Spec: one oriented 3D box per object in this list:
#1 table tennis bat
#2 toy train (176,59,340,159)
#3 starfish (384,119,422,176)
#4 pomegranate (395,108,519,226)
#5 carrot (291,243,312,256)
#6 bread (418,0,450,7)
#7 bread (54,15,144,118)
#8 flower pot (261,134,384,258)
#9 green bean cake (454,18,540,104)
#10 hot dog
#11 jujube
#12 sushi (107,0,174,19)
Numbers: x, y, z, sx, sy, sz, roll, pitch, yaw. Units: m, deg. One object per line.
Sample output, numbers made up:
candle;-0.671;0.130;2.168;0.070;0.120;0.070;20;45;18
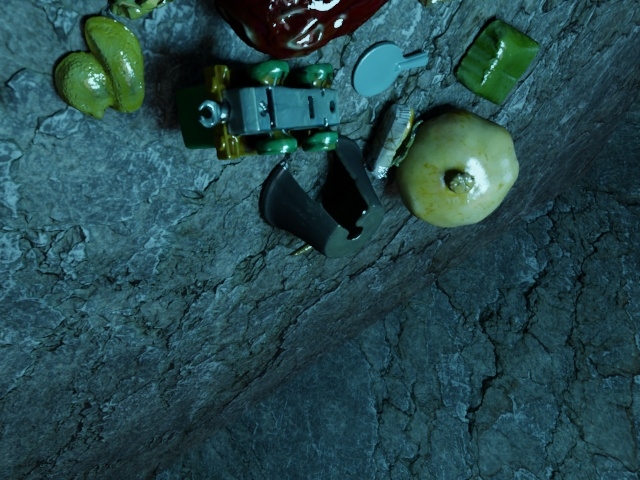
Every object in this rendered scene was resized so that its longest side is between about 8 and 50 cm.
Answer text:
table tennis bat;0.194;-0.476;1.167;0.245;0.040;0.152;-22;149;-19
toy train;-0.120;-0.271;0.911;0.429;0.250;0.178;-25;114;-52
starfish;0.252;-0.305;1.385;0.053;0.176;0.207;25;91;-24
pomegranate;0.452;-0.235;1.450;0.412;0.411;0.411;-28;150;-18
carrot;0.000;0.000;1.627;0.255;0.049;0.049;-28;150;-12
bread;0.220;-0.672;0.767;0.113;0.165;0.416;-12;146;-3
bread;-0.385;-0.293;0.753;0.150;0.065;0.187;-12;144;-30
flower pot;0.039;-0.098;1.321;0.380;0.251;0.379;-30;151;-19
green bean cake;0.563;-0.570;1.363;0.248;0.125;0.222;-7;137;-47
hot dog;0.212;-0.311;1.328;0.069;0.131;0.252;10;129;-18
jujube;0.006;-0.465;0.727;0.376;0.258;0.258;-45;152;-7
sushi;-0.226;-0.462;0.647;0.291;0.139;0.131;-46;130;13
